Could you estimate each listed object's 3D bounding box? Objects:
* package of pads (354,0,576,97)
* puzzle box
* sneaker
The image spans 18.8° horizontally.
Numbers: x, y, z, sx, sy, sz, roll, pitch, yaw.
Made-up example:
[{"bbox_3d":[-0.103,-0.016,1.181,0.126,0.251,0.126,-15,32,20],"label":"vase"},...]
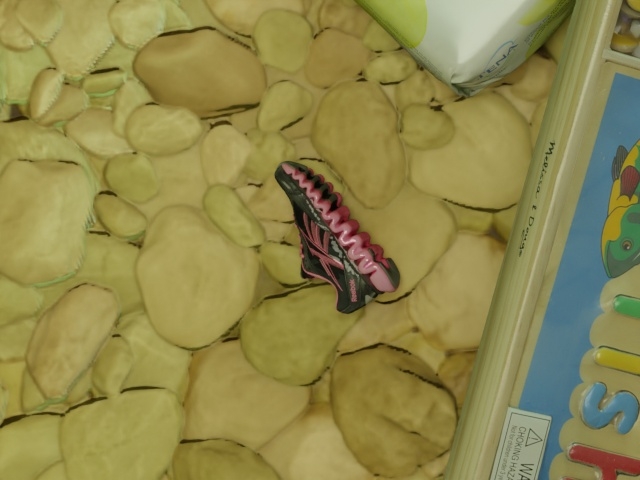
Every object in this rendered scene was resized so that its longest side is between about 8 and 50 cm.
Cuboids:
[{"bbox_3d":[0.122,-0.268,1.283,0.229,0.101,0.296,46,98,11],"label":"package of pads"},{"bbox_3d":[0.251,0.021,1.206,0.272,0.052,0.409,13,94,-17],"label":"puzzle box"},{"bbox_3d":[0.000,0.000,1.334,0.057,0.047,0.119,-41,80,20],"label":"sneaker"}]
